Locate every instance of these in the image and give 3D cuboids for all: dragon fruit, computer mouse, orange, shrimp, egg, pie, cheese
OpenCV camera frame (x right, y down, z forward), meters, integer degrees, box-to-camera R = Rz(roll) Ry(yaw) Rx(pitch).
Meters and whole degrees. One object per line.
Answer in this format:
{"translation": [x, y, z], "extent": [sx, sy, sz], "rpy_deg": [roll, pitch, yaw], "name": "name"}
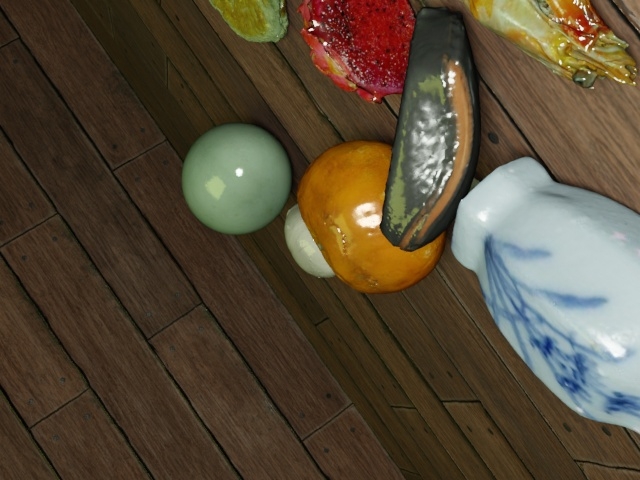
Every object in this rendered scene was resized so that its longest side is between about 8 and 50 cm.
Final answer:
{"translation": [0.057, -0.303, 1.048], "extent": [0.261, 0.163, 0.189], "rpy_deg": [60, -169, -18], "name": "dragon fruit"}
{"translation": [0.151, -0.137, 0.971], "extent": [0.183, 0.116, 0.323], "rpy_deg": [-84, 2, -67], "name": "computer mouse"}
{"translation": [0.090, -0.043, 1.285], "extent": [0.284, 0.226, 0.284], "rpy_deg": [54, 172, 11], "name": "orange"}
{"translation": [0.224, -0.259, 0.769], "extent": [0.294, 0.062, 0.154], "rpy_deg": [50, 158, 23], "name": "shrimp"}
{"translation": [-0.209, -0.153, 1.858], "extent": [0.276, 0.276, 0.389], "rpy_deg": [56, 166, -2], "name": "egg"}
{"translation": [-0.158, -0.512, 1.374], "extent": [0.323, 0.071, 0.323], "rpy_deg": [46, 159, 23], "name": "pie"}
{"translation": [0.000, 0.000, 1.784], "extent": [0.198, 0.154, 0.189], "rpy_deg": [59, 159, -10], "name": "cheese"}

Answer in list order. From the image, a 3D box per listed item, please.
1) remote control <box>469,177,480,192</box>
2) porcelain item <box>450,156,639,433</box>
{"translation": [0.239, -0.051, 1.161], "extent": [0.230, 0.049, 0.090], "rpy_deg": [51, 166, 11], "name": "remote control"}
{"translation": [0.340, 0.086, 0.898], "extent": [0.405, 0.178, 0.242], "rpy_deg": [47, 162, 28], "name": "porcelain item"}
